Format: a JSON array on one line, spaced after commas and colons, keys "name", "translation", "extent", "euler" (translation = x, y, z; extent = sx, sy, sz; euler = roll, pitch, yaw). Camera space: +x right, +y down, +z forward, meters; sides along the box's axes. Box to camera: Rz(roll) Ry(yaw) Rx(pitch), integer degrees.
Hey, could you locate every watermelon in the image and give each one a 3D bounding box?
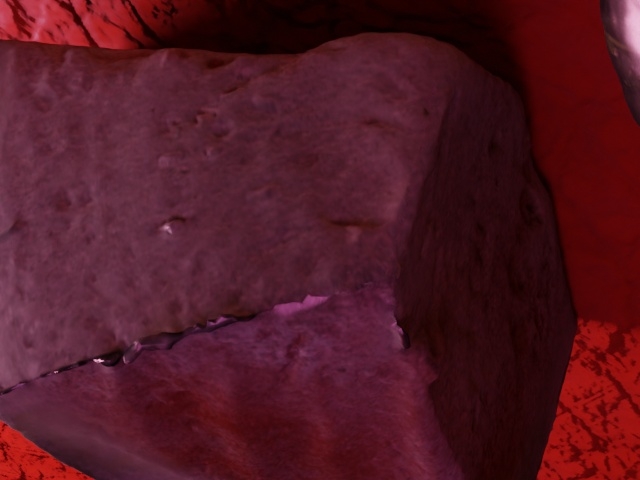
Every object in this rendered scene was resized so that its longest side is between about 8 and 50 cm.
[{"name": "watermelon", "translation": [0.000, 0.000, 0.663], "extent": [0.387, 0.228, 0.258], "euler": [28, 138, -18]}]

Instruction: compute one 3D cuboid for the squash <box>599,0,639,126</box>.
[{"name": "squash", "translation": [0.183, -0.085, 0.451], "extent": [0.193, 0.156, 0.193], "euler": [11, 107, 40]}]
